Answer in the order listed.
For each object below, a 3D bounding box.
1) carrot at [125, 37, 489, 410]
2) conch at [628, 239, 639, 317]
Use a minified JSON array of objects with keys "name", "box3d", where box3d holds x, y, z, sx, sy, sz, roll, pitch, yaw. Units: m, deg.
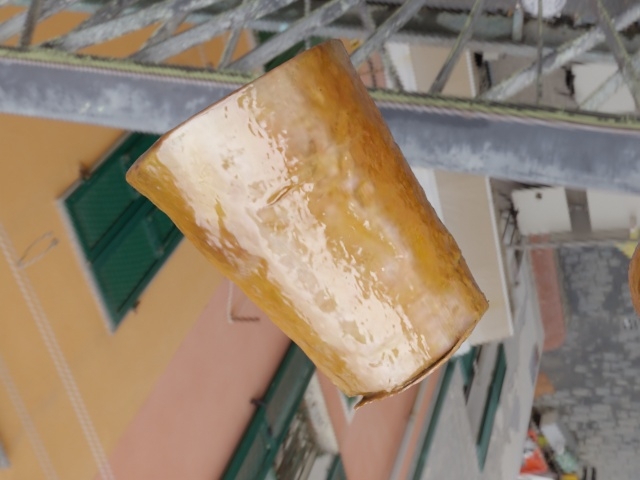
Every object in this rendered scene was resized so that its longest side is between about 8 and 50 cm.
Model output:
[{"name":"carrot","box3d":[0.000,0.000,0.764,0.196,0.196,0.254,-31,97,33]},{"name":"conch","box3d":[0.235,0.015,0.649,0.080,0.086,0.233,-28,135,10]}]
